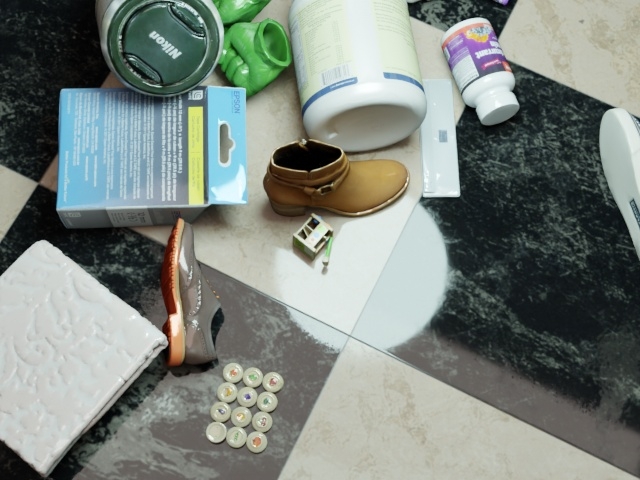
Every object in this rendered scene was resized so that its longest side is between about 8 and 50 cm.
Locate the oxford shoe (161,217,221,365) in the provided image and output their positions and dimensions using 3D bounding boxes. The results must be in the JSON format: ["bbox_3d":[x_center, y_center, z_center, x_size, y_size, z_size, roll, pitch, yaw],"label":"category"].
[{"bbox_3d":[-0.235,0.094,1.817,0.098,0.097,0.272,3,76,-19],"label":"oxford shoe"}]

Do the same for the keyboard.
[{"bbox_3d":[0.231,-0.204,1.971,0.072,0.014,0.256,1,70,-6],"label":"keyboard"}]

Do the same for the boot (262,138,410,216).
[{"bbox_3d":[0.035,-0.130,1.825,0.283,0.220,0.109,-5,70,-3],"label":"boot"}]

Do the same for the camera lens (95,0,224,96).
[{"bbox_3d":[-0.305,-0.407,1.863,0.219,0.219,0.274,-16,32,-7],"label":"camera lens"}]

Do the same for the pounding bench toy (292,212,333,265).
[{"bbox_3d":[0.000,0.000,1.867,0.083,0.052,0.065,39,73,12],"label":"pounding bench toy"}]

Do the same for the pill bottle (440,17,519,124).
[{"bbox_3d":[0.317,-0.329,1.965,0.108,0.108,0.194,-17,72,-8],"label":"pill bottle"}]

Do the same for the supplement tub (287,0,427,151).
[{"bbox_3d":[0.064,-0.358,1.901,0.235,0.235,0.325,-7,70,-4],"label":"supplement tub"}]

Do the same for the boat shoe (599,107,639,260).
[{"bbox_3d":[0.653,-0.099,1.895,0.158,0.127,0.341,-12,79,-13],"label":"boat shoe"}]

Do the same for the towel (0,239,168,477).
[{"bbox_3d":[-0.485,0.199,1.757,0.331,0.053,0.317,34,74,21],"label":"towel"}]

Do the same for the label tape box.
[{"bbox_3d":[-0.312,-0.158,1.886,0.347,0.115,0.249,-1,70,-5],"label":"label tape box"}]

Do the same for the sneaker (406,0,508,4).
[{"bbox_3d":[0.305,-0.533,2.046,0.282,0.102,0.161,-32,77,-12],"label":"sneaker"}]

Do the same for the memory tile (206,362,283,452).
[{"bbox_3d":[-0.135,0.296,1.776,0.113,0.012,0.148,14,71,4],"label":"memory tile"}]

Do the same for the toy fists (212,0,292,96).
[{"bbox_3d":[-0.154,-0.417,1.964,0.096,0.142,0.279,1,65,-42],"label":"toy fists"}]
